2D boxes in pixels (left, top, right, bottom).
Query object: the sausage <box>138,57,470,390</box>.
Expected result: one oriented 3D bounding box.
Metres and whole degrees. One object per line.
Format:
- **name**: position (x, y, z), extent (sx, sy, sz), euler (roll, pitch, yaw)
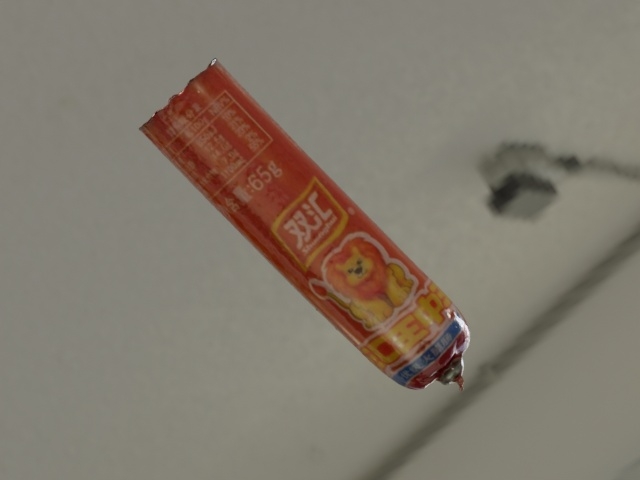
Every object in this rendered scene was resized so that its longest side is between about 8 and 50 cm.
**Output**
- **sausage**: position (0.000, 0.000, 0.625), extent (0.034, 0.129, 0.034), euler (-44, 3, 3)
